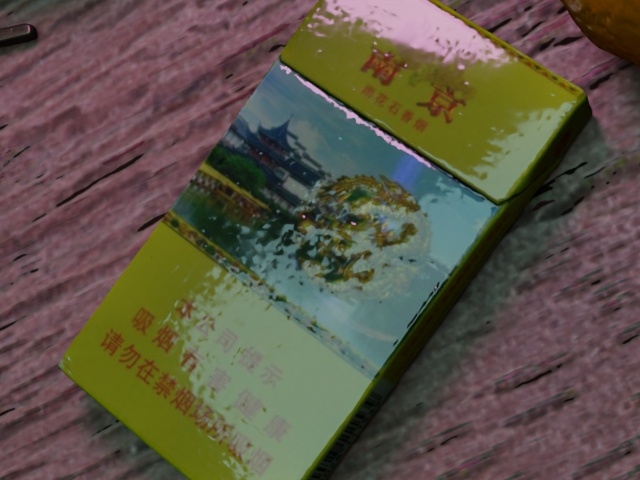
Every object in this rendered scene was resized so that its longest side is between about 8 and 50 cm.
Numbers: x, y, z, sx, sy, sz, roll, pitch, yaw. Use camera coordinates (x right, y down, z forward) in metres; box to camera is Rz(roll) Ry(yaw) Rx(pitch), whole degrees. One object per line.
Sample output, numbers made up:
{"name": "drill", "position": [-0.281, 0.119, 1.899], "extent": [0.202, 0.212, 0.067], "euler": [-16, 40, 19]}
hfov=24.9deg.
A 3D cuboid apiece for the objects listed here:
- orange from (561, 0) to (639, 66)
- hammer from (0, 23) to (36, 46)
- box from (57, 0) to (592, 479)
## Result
{"name": "orange", "position": [0.231, -0.195, 0.817], "extent": [0.219, 0.193, 0.219], "euler": [-14, 64, 31]}
{"name": "hammer", "position": [-0.345, -0.129, 1.077], "extent": [0.292, 0.029, 0.058], "euler": [-10, 76, 14]}
{"name": "box", "position": [0.000, 0.000, 0.918], "extent": [0.187, 0.047, 0.335], "euler": [36, 89, 23]}
